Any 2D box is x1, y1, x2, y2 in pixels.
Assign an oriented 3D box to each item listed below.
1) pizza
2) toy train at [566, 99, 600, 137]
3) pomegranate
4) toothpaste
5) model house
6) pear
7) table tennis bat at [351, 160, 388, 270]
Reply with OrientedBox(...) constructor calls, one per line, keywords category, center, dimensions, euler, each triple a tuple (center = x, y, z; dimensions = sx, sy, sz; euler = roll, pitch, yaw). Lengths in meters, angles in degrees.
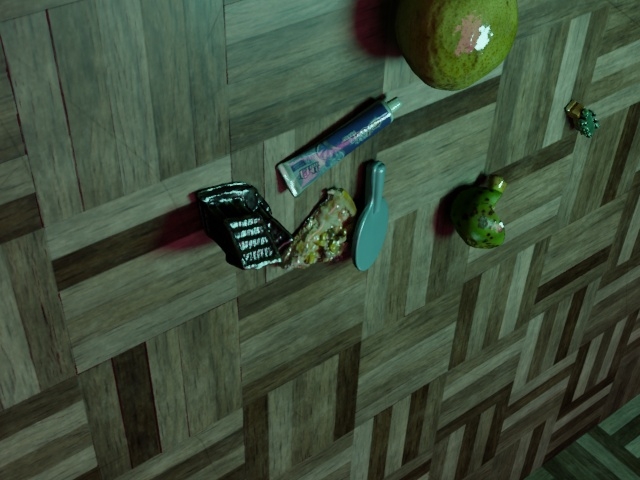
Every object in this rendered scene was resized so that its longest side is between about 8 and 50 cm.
OrientedBox(category="pizza", center=(0.000, 0.000, 1.723), dimensions=(0.195, 0.052, 0.185), euler=(-37, 140, -18))
OrientedBox(category="toy train", center=(0.620, -0.284, 2.091), dimensions=(0.044, 0.064, 0.103), euler=(-51, 146, -5))
OrientedBox(category="pomegranate", center=(0.352, -0.068, 1.973), dimensions=(0.143, 0.122, 0.169), euler=(66, 30, -80))
OrientedBox(category="toothpaste", center=(0.041, -0.182, 1.611), dimensions=(0.268, 0.047, 0.069), euler=(-36, 155, -11))
OrientedBox(category="model house", center=(-0.115, -0.017, 1.512), dimensions=(0.165, 0.152, 0.106), euler=(-17, 139, -34))
OrientedBox(category="pear", center=(0.234, -0.368, 1.516), dimensions=(0.228, 0.188, 0.211), euler=(-30, 137, -27))
OrientedBox(category="table tennis bat", center=(0.102, -0.049, 1.773), dimensions=(0.149, 0.038, 0.237), euler=(-42, 143, -48))
